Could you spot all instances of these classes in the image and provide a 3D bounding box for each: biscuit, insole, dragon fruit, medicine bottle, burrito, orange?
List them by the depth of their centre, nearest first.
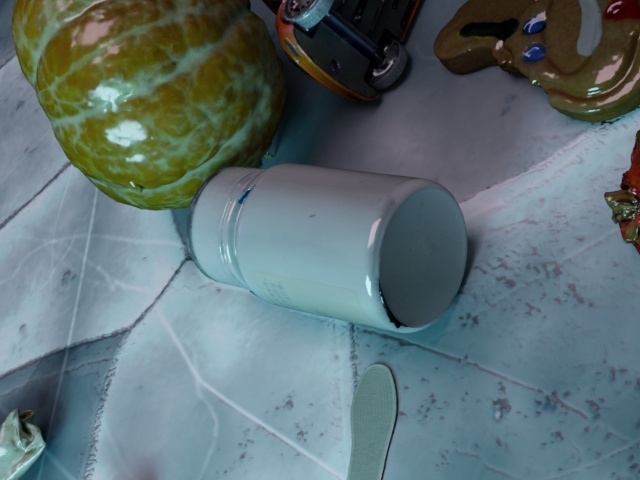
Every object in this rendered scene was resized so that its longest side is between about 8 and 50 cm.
[{"bbox_3d":[0.288,-0.039,1.083,0.106,0.083,0.162,-40,47,14],"label":"dragon fruit"},{"bbox_3d":[0.043,0.181,1.187,0.053,0.002,0.153,-8,58,35],"label":"insole"},{"bbox_3d":[0.000,0.000,1.243,0.258,0.143,0.143,9,68,41],"label":"medicine bottle"},{"bbox_3d":[0.245,-0.201,1.252,0.320,0.047,0.183,12,68,45],"label":"biscuit"},{"bbox_3d":[-0.176,-0.191,1.385,0.249,0.329,0.329,-23,47,0],"label":"orange"},{"bbox_3d":[-0.408,0.280,1.451,0.275,0.059,0.082,-40,51,11],"label":"burrito"}]

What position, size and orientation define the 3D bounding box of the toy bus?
[{"bbox_3d":[0.041,-0.312,1.426,0.153,0.143,0.329,1,64,51],"label":"toy bus"}]
